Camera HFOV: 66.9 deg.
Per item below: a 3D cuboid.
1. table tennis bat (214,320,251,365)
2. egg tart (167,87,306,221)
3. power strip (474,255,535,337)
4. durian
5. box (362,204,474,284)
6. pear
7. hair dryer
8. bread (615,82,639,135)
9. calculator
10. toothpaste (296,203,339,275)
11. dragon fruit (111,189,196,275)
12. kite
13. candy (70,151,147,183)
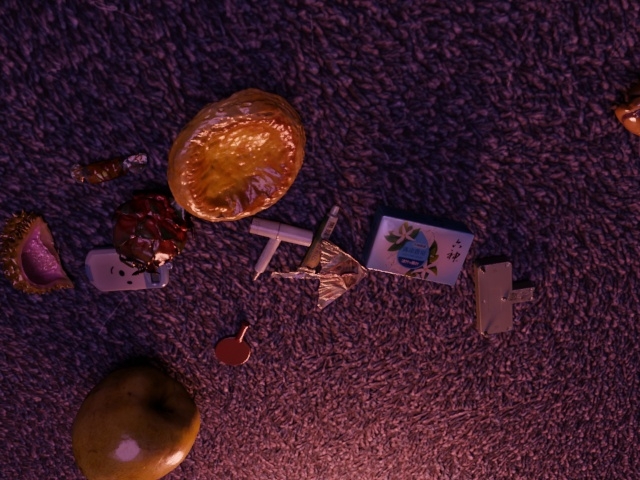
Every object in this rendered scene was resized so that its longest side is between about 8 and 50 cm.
[{"bbox_3d":[-0.229,0.282,1.318,0.098,0.019,0.154,22,115,-11],"label":"table tennis bat"},{"bbox_3d":[-0.179,-0.185,1.020,0.319,0.128,0.318,-21,142,-17],"label":"egg tart"},{"bbox_3d":[0.481,0.143,1.260,0.145,0.061,0.215,-10,115,3],"label":"power strip"},{"bbox_3d":[-0.688,0.042,1.153,0.132,0.165,0.182,-31,147,-31],"label":"durian"},{"bbox_3d":[0.233,0.012,1.178,0.233,0.083,0.142,12,113,-7],"label":"box"},{"bbox_3d":[-0.484,0.492,1.255,0.304,0.304,0.303,-1,115,-2],"label":"pear"},{"bbox_3d":[-0.115,0.037,1.203,0.155,0.044,0.183,13,118,-7],"label":"hair dryer"},{"bbox_3d":[0.752,-0.330,1.043,0.134,0.081,0.225,35,107,-22],"label":"bread"},{"bbox_3d":[-0.470,0.066,1.197,0.211,0.039,0.120,-3,116,-2],"label":"calculator"},{"bbox_3d":[0.000,0.000,1.191,0.049,0.031,0.204,18,115,-16],"label":"toothpaste"},{"bbox_3d":[-0.378,-0.024,1.088,0.182,0.182,0.188,48,61,-20],"label":"dragon fruit"},{"bbox_3d":[0.001,0.091,1.226,0.250,0.012,0.229,0,122,-10],"label":"kite"},{"bbox_3d":[-0.477,-0.159,1.088,0.182,0.046,0.053,-11,113,5],"label":"candy"}]
